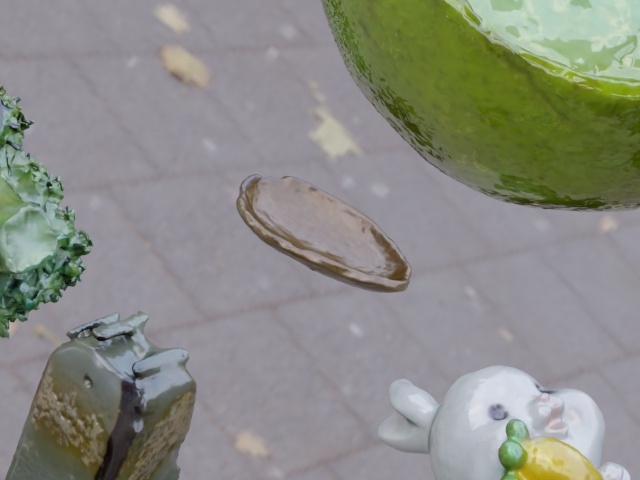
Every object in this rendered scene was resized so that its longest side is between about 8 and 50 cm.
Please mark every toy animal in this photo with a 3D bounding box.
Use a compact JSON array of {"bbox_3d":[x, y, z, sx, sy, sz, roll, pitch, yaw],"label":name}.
[{"bbox_3d":[0.193,0.240,1.705,0.182,0.247,0.310,-28,86,-24],"label":"toy animal"}]

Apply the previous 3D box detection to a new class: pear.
[{"bbox_3d":[0.095,-0.086,0.975,0.288,0.239,0.139,25,67,-5],"label":"pear"}]

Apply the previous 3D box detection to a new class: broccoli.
[{"bbox_3d":[-0.253,-0.015,1.424,0.194,0.220,0.194,0,7,0],"label":"broccoli"}]

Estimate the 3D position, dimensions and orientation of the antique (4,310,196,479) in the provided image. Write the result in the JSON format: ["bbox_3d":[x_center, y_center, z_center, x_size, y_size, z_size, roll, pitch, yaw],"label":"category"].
[{"bbox_3d":[-0.209,0.201,1.716,0.125,0.284,0.150,35,34,24],"label":"antique"}]

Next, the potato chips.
[{"bbox_3d":[0.000,0.000,1.887,0.201,0.049,0.150,30,23,-1],"label":"potato chips"}]
